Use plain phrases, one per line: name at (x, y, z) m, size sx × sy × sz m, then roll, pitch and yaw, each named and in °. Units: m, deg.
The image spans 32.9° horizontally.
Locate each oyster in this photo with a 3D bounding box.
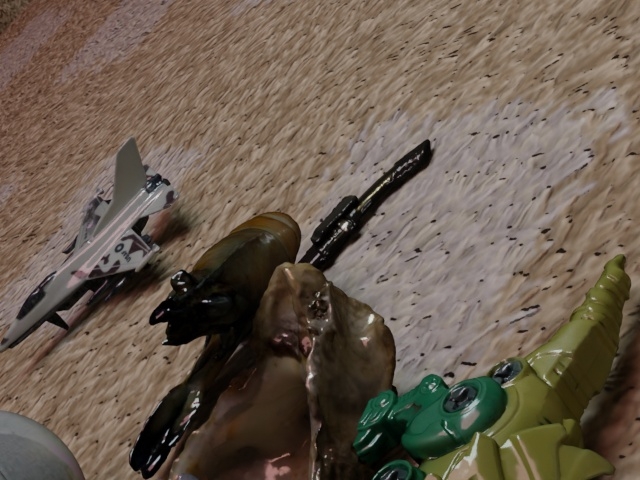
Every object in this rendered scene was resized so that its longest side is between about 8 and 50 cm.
oyster at (-0.021, 0.133, 0.586) m, size 0.161 × 0.107 × 0.232 m, roll 4°, pitch 70°, yaw 43°

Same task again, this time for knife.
knife at (0.001, 0.002, 0.801) m, size 0.222 × 0.021 × 0.045 m, roll -43°, pitch 25°, yaw 2°

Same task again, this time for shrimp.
shrimp at (-0.078, 0.077, 0.666) m, size 0.198 × 0.051 × 0.262 m, roll -63°, pitch -4°, yaw 10°

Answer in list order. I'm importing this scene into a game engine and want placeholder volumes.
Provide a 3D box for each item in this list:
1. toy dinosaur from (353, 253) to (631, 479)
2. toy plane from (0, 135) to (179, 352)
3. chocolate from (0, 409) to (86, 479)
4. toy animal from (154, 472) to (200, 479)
toy dinosaur at (0.082, 0.098, 0.498) m, size 0.153 × 0.094 × 0.259 m, roll -17°, pitch 29°, yaw 38°
toy plane at (-0.207, 0.018, 1.008) m, size 0.234 × 0.082 × 0.160 m, roll -57°, pitch 38°, yaw 4°
chocolate at (-0.221, 0.190, 0.702) m, size 0.221 × 0.221 × 0.147 m, roll -24°, pitch -6°, yaw 32°
toy animal at (-0.087, 0.171, 0.430) m, size 0.081 × 0.367 × 0.206 m, roll -62°, pitch 0°, yaw 21°
